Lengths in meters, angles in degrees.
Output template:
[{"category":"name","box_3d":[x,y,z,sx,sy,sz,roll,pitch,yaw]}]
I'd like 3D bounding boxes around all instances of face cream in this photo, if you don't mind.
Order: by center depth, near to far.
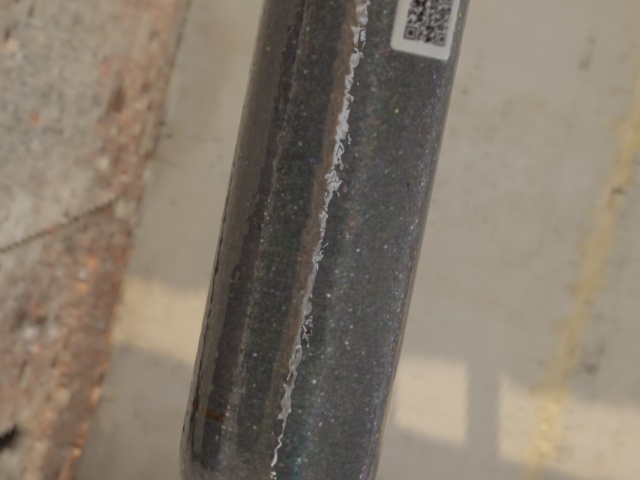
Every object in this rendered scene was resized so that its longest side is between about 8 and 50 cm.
[{"category":"face cream","box_3d":[0.000,0.000,0.629,0.073,0.073,0.283,-14,115,-80]}]
